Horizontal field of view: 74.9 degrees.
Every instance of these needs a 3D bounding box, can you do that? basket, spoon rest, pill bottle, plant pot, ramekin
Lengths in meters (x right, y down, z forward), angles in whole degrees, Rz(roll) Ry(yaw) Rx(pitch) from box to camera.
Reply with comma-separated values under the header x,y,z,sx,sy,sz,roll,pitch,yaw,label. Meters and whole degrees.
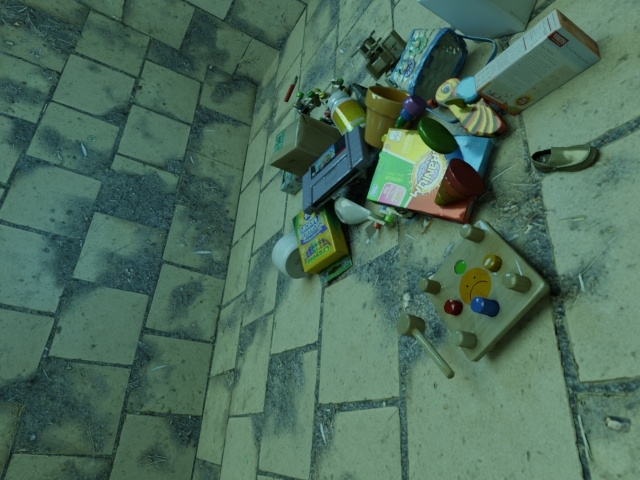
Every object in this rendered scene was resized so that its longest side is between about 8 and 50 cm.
x,y,z,sx,sy,sz,roll,pitch,yaw,label
0.384,-0.536,1.339,0.289,0.201,0.255,37,110,34,basket
0.140,-0.096,1.646,0.084,0.137,0.276,-34,35,-10,spoon rest
0.128,-0.526,1.800,0.136,0.136,0.246,-50,56,38,pill bottle
0.251,-0.450,1.559,0.205,0.205,0.188,-110,29,-52,plant pot
-0.108,0.077,1.914,0.109,0.207,0.207,38,109,52,ramekin

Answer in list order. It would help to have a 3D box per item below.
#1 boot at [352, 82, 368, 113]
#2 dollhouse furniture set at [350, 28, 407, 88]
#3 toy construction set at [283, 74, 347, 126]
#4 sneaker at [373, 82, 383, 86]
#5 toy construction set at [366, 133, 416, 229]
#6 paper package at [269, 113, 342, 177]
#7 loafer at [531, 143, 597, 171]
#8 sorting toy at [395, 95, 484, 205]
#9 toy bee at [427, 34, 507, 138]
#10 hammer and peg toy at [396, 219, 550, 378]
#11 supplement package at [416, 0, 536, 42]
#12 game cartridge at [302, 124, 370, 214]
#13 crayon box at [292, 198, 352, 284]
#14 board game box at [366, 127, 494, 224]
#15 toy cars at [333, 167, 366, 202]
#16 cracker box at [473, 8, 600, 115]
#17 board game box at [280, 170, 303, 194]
x,y,z,sx,sy,sz,roll,pitch,yaw,label
0.176,-0.623,1.925,0.246,0.083,0.161,-114,42,-55,boot
0.240,-0.730,1.723,0.161,0.212,0.242,-29,23,52,dollhouse furniture set
-0.009,-0.746,2.134,0.257,0.308,0.237,26,93,56,toy construction set
0.246,-0.570,1.742,0.092,0.087,0.229,-47,34,44,sneaker
0.254,-0.181,1.413,0.215,0.151,0.328,28,109,39,toy construction set
-0.037,-0.415,1.946,0.325,0.309,0.168,-9,65,63,paper package
0.548,-0.187,0.954,0.148,0.050,0.056,-5,70,62,loafer
0.306,-0.240,1.172,0.126,0.127,0.366,-49,56,44,sorting toy
0.404,-0.402,1.203,0.162,0.195,0.298,-31,51,37,toy bee
0.359,0.160,1.027,0.361,0.127,0.266,-59,31,25,hammer and peg toy
0.459,-0.722,1.214,0.204,0.261,0.145,32,103,63,supplement package
0.049,-0.285,1.690,0.355,0.068,0.230,-38,42,34,game cartridge
0.000,0.000,1.759,0.203,0.083,0.323,-37,58,37,crayon box
0.317,-0.198,1.245,0.316,0.064,0.242,18,90,37,board game box
0.084,-0.201,1.835,0.394,0.087,0.176,-55,48,24,toy cars
0.524,-0.426,1.029,0.232,0.155,0.067,-33,46,52,cracker box
-0.110,-0.422,2.337,0.303,0.097,0.224,-33,46,51,board game box
